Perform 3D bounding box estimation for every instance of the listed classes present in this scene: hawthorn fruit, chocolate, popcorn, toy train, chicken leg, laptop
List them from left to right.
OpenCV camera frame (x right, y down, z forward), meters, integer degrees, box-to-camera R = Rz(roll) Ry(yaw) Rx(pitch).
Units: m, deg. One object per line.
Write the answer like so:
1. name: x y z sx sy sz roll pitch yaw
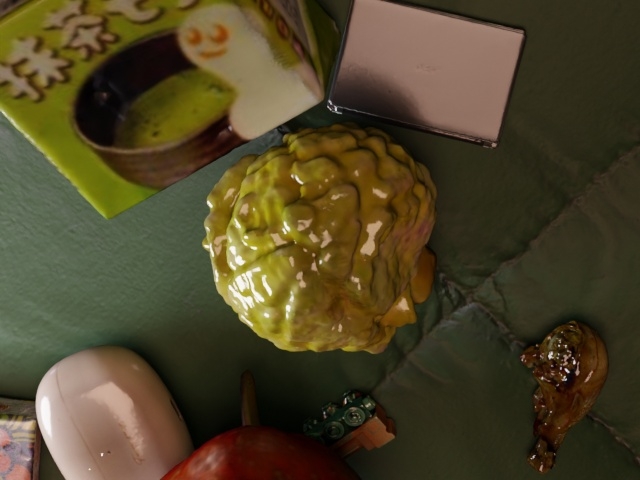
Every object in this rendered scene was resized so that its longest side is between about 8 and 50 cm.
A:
1. chocolate: -0.172 -0.191 1.698 0.301 0.137 0.289 -29 128 15
2. hawthorn fruit: -0.074 0.312 1.831 0.285 0.285 0.368 -3 76 6
3. popcorn: 0.000 0.000 1.772 0.212 0.259 0.259 24 112 22
4. toy train: 0.025 0.209 1.929 0.103 0.044 0.064 -34 114 15
5. laptop: 0.106 -0.170 1.795 0.180 0.016 0.129 13 111 -1
6. chicken leg: 0.247 0.166 1.886 0.093 0.070 0.178 14 120 6

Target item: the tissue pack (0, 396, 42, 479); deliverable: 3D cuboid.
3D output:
1. tissue pack: -0.363 0.244 1.962 0.109 0.060 0.148 7 109 1

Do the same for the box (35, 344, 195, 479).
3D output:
1. box: -0.219 0.208 1.922 0.146 0.088 0.200 -23 106 11
